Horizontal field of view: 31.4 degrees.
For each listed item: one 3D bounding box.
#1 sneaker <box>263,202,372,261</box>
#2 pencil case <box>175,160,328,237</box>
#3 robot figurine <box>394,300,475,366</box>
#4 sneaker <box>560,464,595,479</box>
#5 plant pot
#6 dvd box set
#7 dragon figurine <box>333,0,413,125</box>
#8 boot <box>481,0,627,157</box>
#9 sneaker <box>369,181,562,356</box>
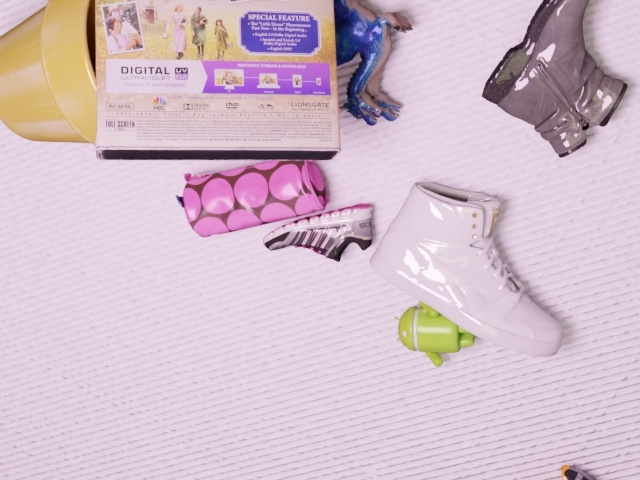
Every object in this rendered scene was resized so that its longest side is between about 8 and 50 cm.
[{"bbox_3d":[0.000,0.000,1.647,0.170,0.063,0.075,-14,94,13],"label":"sneaker"},{"bbox_3d":[-0.096,-0.069,1.644,0.209,0.095,0.098,-11,85,15],"label":"pencil case"},{"bbox_3d":[0.164,0.128,1.635,0.115,0.067,0.101,1,124,14],"label":"robot figurine"},{"bbox_3d":[0.326,0.415,1.664,0.083,0.084,0.215,43,101,4],"label":"sneaker"},{"bbox_3d":[-0.329,-0.239,1.589,0.239,0.254,0.254,-8,102,32],"label":"plant pot"},{"bbox_3d":[-0.136,-0.311,1.452,0.307,0.062,0.420,-1,80,-11],"label":"dvd box set"},{"bbox_3d":[0.026,-0.290,1.554,0.144,0.085,0.289,-42,92,20],"label":"dragon figurine"},{"bbox_3d":[0.341,-0.242,1.498,0.161,0.083,0.246,33,115,-3],"label":"boot"},{"bbox_3d":[0.229,0.031,1.573,0.292,0.108,0.169,29,112,7],"label":"sneaker"}]
